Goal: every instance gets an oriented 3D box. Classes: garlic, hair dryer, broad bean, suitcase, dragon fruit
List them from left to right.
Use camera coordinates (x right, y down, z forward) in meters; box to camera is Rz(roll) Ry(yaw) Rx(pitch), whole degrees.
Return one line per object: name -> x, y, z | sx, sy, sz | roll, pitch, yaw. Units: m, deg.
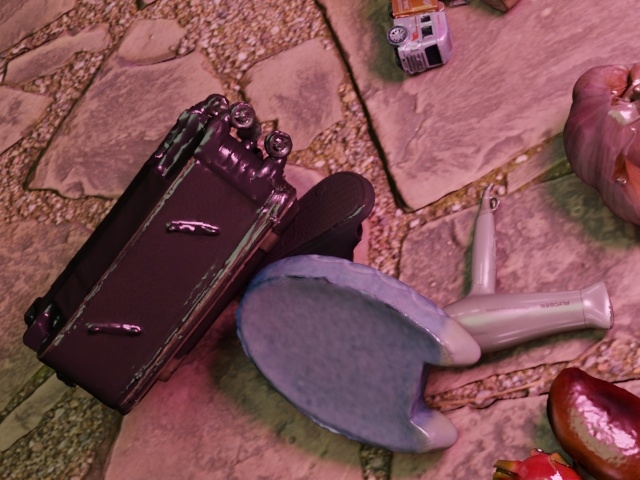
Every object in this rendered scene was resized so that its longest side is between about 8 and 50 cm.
suitcase -> -0.205, 0.017, 1.641 | 0.194, 0.283, 0.434 | 39, 89, -16
hair dryer -> 0.249, 0.024, 1.569 | 0.206, 0.075, 0.237 | -12, 60, 12
dragon fruit -> 0.261, 0.286, 1.452 | 0.116, 0.081, 0.086 | 32, 97, 28
broad bean -> 0.334, 0.222, 1.439 | 0.165, 0.084, 0.114 | 31, 73, 25
garlic -> 0.416, -0.132, 1.469 | 0.207, 0.257, 0.207 | 2, 84, -19

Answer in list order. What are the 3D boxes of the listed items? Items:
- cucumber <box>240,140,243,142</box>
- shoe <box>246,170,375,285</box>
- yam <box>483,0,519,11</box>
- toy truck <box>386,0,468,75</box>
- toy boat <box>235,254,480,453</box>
cucumber -> -0.138, -0.097, 1.782 | 0.135, 0.033, 0.034 | -44, 90, 4
shoe -> 0.000, 0.000, 1.666 | 0.241, 0.093, 0.108 | -35, 36, 32
yam -> 0.331, -0.444, 1.682 | 0.317, 0.071, 0.067 | -50, 25, 1
toy truck -> 0.147, -0.325, 1.716 | 0.115, 0.080, 0.177 | -9, 67, 10
toy boat -> 0.050, 0.129, 1.570 | 0.330, 0.123, 0.215 | 20, 116, 25
